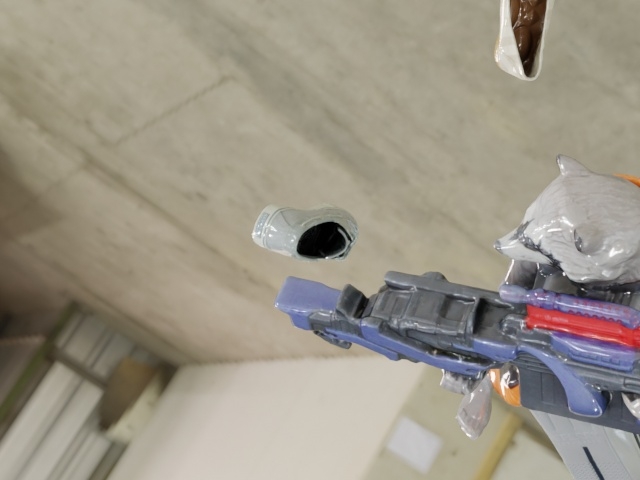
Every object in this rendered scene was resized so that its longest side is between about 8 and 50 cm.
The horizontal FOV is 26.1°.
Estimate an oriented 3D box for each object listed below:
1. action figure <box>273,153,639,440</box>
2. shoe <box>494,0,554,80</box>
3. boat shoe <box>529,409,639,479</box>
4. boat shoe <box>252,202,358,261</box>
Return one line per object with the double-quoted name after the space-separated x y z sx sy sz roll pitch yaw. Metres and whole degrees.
0.155 0.044 0.968 0.341 0.179 0.330 15 155 13 "action figure"
0.250 -0.294 1.641 0.058 0.076 0.219 -110 18 -59 "shoe"
0.306 0.163 1.575 0.121 0.119 0.335 -5 119 40 "boat shoe"
0.000 -0.001 1.810 0.081 0.079 0.227 27 -168 28 "boat shoe"
